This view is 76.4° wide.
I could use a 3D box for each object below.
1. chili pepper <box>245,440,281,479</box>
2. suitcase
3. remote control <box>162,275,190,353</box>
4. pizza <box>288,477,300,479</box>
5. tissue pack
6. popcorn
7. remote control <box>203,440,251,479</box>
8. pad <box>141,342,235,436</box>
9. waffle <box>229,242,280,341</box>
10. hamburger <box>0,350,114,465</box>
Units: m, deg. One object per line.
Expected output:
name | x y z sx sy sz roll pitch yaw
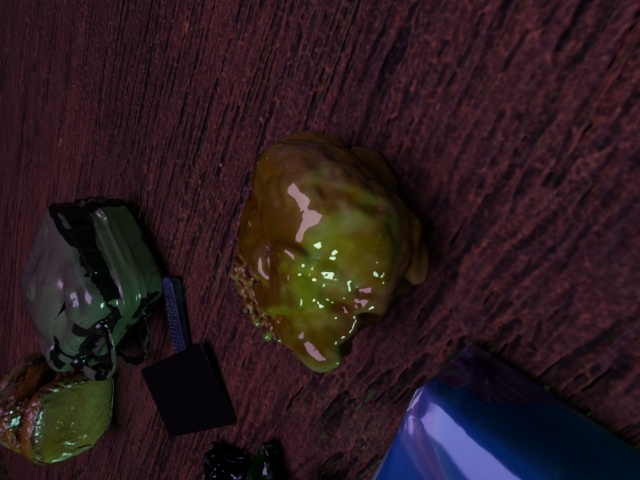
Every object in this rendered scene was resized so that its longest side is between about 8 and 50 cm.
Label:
chili pepper | -0.092 0.419 0.607 0.108 0.062 0.216 125 150 -70
suitcase | -0.478 0.120 0.842 0.351 0.194 0.339 -44 71 35
remote control | -0.278 0.143 0.788 0.043 0.027 0.152 -4 94 34
pizza | 0.046 0.513 0.508 0.409 0.114 0.278 52 124 24
tissue pack | 0.182 0.253 0.342 0.263 0.146 0.198 32 116 32
popcorn | 0.002 -0.004 0.430 0.191 0.190 0.253 -31 71 14
remote control | -0.149 0.567 0.710 0.144 0.062 0.399 -2 94 39
pad | -0.269 0.303 0.805 0.265 0.009 0.159 -30 83 39
waffle | -0.063 0.057 0.590 0.191 0.038 0.191 6 100 39
hamburger | -0.637 0.396 0.997 0.211 0.260 0.245 3 142 24
